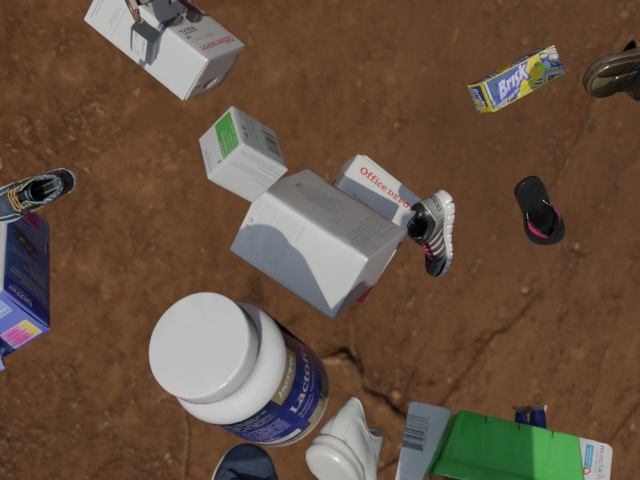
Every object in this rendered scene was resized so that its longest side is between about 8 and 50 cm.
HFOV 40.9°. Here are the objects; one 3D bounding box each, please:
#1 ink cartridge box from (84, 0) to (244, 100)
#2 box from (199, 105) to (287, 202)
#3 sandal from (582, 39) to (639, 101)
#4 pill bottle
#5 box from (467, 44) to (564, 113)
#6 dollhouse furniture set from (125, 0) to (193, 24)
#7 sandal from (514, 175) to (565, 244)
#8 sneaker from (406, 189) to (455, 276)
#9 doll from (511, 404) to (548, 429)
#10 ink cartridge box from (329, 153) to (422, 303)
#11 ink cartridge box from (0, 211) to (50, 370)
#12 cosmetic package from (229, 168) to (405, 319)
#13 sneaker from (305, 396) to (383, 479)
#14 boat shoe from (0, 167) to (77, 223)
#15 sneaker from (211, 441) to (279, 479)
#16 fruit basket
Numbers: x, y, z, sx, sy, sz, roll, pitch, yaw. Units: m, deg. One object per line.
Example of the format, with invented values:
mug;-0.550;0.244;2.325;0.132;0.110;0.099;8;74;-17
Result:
ink cartridge box;-0.367;-0.497;2.054;0.129;0.307;0.223;-51;179;28
box;-0.124;-0.137;1.367;0.102;0.101;0.087;27;121;-39
sandal;0.422;-0.239;1.181;0.219;0.060;0.090;-12;146;-38
pill bottle;-0.097;0.164;1.073;0.153;0.153;0.265;-63;153;-11
box;0.351;-0.289;1.540;0.168;0.054;0.059;-29;104;-17
dollhouse furniture set;-0.328;-0.530;1.652;0.129;0.129;0.184;-25;173;-12
sandal;0.374;-0.039;1.450;0.067;0.040;0.179;-36;136;4
sneaker;0.180;-0.006;1.443;0.074;0.063;0.170;-14;131;-15
doll;0.384;0.393;1.544;0.046;0.129;0.189;14;71;-36
ink cartridge box;0.075;-0.026;1.922;0.197;0.114;0.273;37;81;-12
ink cartridge box;-0.696;0.115;1.736;0.270;0.395;0.151;-30;130;9
cosmetic package;0.000;0.000;1.531;0.138;0.224;0.224;-63;166;22
sneaker;0.043;0.258;0.967;0.212;0.080;0.094;80;32;-47
boat shoe;-0.527;-0.079;1.518;0.083;0.183;0.065;-78;144;-80
sneaker;-0.115;0.461;1.327;0.148;0.131;0.350;109;-14;-50
fruit basket;0.261;0.449;1.296;0.165;0.326;0.353;88;14;-77
